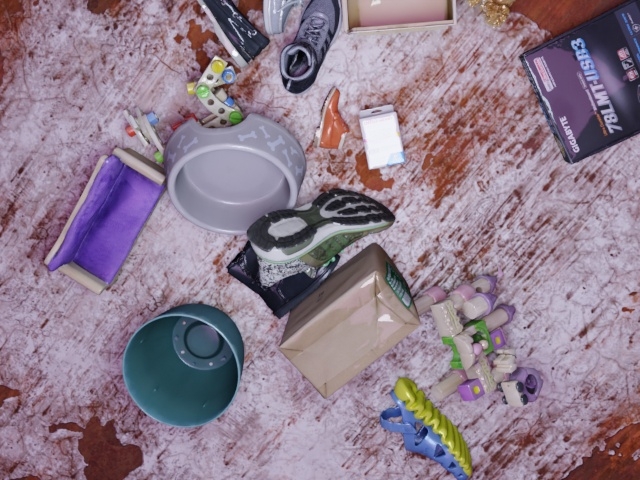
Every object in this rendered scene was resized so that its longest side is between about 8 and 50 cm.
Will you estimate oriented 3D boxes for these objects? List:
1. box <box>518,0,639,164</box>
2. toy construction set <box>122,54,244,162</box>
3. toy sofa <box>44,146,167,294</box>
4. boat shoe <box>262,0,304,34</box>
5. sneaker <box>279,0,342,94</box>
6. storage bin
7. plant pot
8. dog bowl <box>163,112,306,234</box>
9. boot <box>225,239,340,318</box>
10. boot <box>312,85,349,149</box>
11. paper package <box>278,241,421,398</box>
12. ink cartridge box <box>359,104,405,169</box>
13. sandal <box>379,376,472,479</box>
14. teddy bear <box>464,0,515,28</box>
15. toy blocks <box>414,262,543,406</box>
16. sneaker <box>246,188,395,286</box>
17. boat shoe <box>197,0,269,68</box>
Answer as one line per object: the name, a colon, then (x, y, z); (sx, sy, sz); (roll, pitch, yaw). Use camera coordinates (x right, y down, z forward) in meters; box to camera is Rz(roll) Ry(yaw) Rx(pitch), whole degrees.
box: (0.670, -0.376, 1.642); (0.293, 0.073, 0.295); (-25, 98, 8)
toy construction set: (-0.326, -0.298, 1.699); (0.327, 0.151, 0.215); (-22, 124, 16)
toy sofa: (-0.534, -0.048, 1.755); (0.150, 0.177, 0.362); (32, 101, -2)
boat shoe: (-0.056, -0.639, 1.626); (0.103, 0.118, 0.320); (19, 96, 5)
sneaker: (-0.023, -0.474, 1.635); (0.101, 0.153, 0.268); (22, 103, 0)
storage bin: (0.175, -0.622, 1.604); (0.260, 0.123, 0.262); (-3, 102, 5)
plant pot: (-0.327, 0.293, 1.777); (0.293, 0.235, 0.293); (1, 102, 5)
dog bowl: (-0.207, -0.146, 1.655); (0.348, 0.102, 0.349); (-1, 140, -1)
boot: (-0.100, 0.060, 1.781); (0.246, 0.094, 0.207); (-42, 99, 17)
boot: (0.037, -0.302, 1.719); (0.084, 0.059, 0.158); (13, 111, -1)
paper package: (0.070, 0.181, 1.677); (0.309, 0.325, 0.168); (-40, 97, 10)
ink cartridge box: (0.151, -0.256, 1.698); (0.092, 0.090, 0.143); (-10, 100, 7)
sandal: (0.277, 0.517, 1.840); (0.138, 0.126, 0.317); (-42, 87, 15)
teddy bear: (0.446, -0.647, 1.548); (0.338, 0.113, 0.245); (-41, 116, -2)
toy blocks: (0.419, 0.229, 1.699); (0.260, 0.309, 0.289); (-21, 92, -34)
sneaker: (0.000, 0.000, 1.689); (0.410, 0.158, 0.182); (-16, 137, -29)
boat shoe: (-0.237, -0.587, 1.645); (0.113, 0.127, 0.340); (-30, 99, 9)
